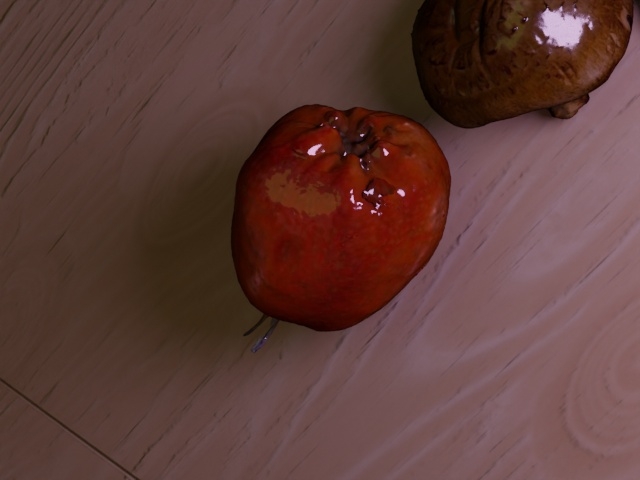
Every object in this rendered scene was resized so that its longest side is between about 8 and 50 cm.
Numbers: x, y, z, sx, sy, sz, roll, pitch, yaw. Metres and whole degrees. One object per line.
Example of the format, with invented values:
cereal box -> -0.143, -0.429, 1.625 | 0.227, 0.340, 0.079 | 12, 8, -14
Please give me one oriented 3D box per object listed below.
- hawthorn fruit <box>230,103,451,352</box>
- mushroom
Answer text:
hawthorn fruit -> 0.000, 0.000, 1.849 | 0.211, 0.211, 0.299 | 48, 127, 31
mushroom -> 0.174, -0.204, 1.740 | 0.231, 0.138, 0.194 | -23, 73, 38
